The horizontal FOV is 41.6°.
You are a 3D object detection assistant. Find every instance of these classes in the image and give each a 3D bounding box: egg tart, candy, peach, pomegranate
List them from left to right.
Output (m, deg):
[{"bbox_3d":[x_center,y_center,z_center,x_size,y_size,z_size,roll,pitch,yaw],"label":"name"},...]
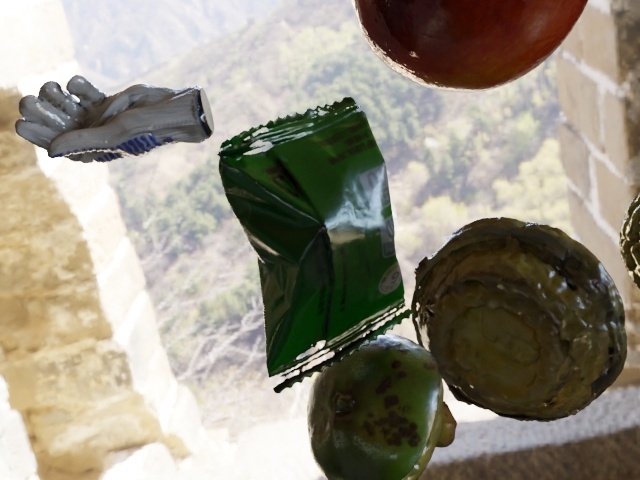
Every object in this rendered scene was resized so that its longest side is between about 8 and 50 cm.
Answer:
[{"bbox_3d":[0.000,0.001,0.650,0.141,0.203,0.078,-20,17,-17],"label":"candy"},{"bbox_3d":[0.051,0.152,0.745,0.122,0.143,0.169,9,-2,18],"label":"pomegranate"},{"bbox_3d":[0.218,-0.414,1.193,0.388,0.388,0.388,-10,18,3],"label":"peach"},{"bbox_3d":[0.225,0.107,1.013,0.279,0.278,0.095,1,18,33],"label":"egg tart"}]

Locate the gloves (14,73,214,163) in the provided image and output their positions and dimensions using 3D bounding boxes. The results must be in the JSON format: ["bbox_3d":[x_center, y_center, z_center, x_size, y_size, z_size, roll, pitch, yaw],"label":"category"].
[{"bbox_3d":[-0.240,-0.138,0.987,0.229,0.097,0.119,2,36,-8],"label":"gloves"}]

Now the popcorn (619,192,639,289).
[{"bbox_3d":[0.270,0.008,0.577,0.121,0.106,0.116,2,-14,-15],"label":"popcorn"}]
